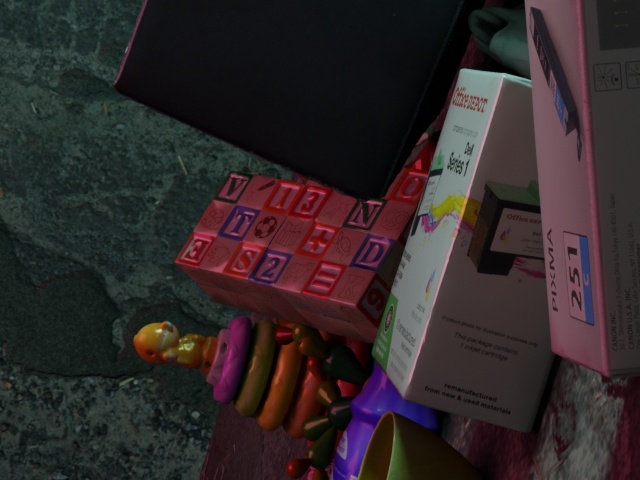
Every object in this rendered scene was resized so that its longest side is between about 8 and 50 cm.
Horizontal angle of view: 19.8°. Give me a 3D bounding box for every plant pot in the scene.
[{"bbox_3d":[0.088,0.226,1.602,0.134,0.095,0.134,-164,90,-83],"label":"plant pot"}]

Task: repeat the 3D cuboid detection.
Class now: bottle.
[{"bbox_3d":[0.055,0.241,1.825,0.118,0.092,0.283,-140,66,-83],"label":"bottle"}]

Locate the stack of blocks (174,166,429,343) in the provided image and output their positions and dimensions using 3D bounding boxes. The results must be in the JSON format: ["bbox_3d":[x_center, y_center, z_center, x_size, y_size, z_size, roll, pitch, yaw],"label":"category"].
[{"bbox_3d":[0.000,0.000,1.985,0.297,0.087,0.171,12,63,46],"label":"stack of blocks"}]

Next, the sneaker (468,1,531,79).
[{"bbox_3d":[0.186,-0.206,1.795,0.212,0.094,0.080,-105,30,-76],"label":"sneaker"}]

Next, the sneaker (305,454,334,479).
[{"bbox_3d":[0.014,0.276,2.289,0.057,0.047,0.119,-50,13,10],"label":"sneaker"}]

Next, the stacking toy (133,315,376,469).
[{"bbox_3d":[-0.072,0.152,2.140,0.166,0.302,0.175,-83,11,-50],"label":"stacking toy"}]

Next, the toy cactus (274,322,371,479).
[{"bbox_3d":[0.034,0.176,1.972,0.180,0.112,0.219,-28,73,41],"label":"toy cactus"}]

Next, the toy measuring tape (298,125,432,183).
[{"bbox_3d":[0.045,-0.132,2.197,0.330,0.121,0.121,-36,-32,-62],"label":"toy measuring tape"}]

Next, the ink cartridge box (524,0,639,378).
[{"bbox_3d":[0.182,-0.068,1.276,0.261,0.066,0.296,-152,57,-82],"label":"ink cartridge box"}]

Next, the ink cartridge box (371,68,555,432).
[{"bbox_3d":[0.147,0.000,1.555,0.201,0.117,0.278,-131,57,-81],"label":"ink cartridge box"}]

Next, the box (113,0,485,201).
[{"bbox_3d":[0.053,-0.351,1.879,0.472,0.297,0.480,-60,-8,-73],"label":"box"}]

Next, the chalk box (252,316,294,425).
[{"bbox_3d":[-0.002,0.124,2.308,0.132,0.132,0.213,-82,8,-78],"label":"chalk box"}]

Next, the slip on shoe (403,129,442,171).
[{"bbox_3d":[0.089,-0.027,2.115,0.331,0.101,0.123,121,165,-59],"label":"slip on shoe"}]
